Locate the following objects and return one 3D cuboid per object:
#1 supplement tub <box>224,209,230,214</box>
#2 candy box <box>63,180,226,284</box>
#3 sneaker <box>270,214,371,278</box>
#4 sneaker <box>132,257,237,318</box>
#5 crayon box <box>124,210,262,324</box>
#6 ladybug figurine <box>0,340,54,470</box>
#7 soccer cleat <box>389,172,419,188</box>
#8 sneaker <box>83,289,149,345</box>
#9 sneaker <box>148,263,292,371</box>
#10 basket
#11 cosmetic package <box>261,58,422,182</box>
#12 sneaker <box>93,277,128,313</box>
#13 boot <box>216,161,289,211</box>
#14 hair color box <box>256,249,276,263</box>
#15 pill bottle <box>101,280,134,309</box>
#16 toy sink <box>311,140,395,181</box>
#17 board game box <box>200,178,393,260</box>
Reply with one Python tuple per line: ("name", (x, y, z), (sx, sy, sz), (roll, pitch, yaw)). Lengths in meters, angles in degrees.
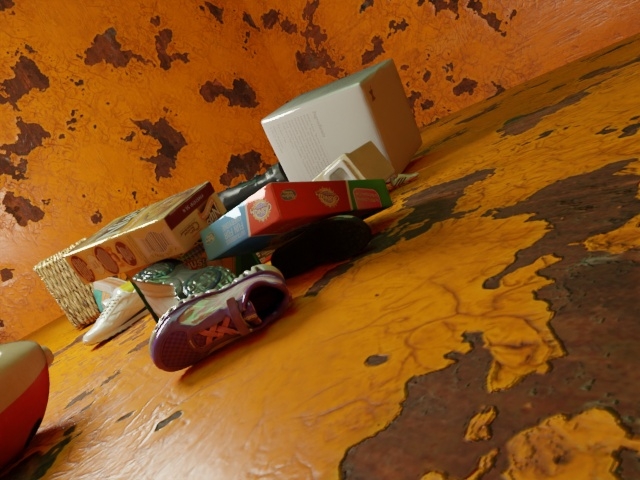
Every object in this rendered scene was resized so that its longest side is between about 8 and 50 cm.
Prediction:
("supplement tub", (-0.386, -0.022, 1.611), (0.194, 0.193, 0.316), (-28, 10, -3))
("candy box", (-0.386, -0.015, 0.988), (0.317, 0.087, 0.183), (-15, 24, 26))
("sneaker", (0.000, 0.000, 0.872), (0.235, 0.084, 0.097), (-20, 12, 32))
("sneaker", (-0.235, 0.117, 0.842), (0.297, 0.129, 0.111), (11, 33, 43))
("crayon box", (-0.296, 0.064, 1.063), (0.279, 0.165, 0.081), (-28, 11, -2))
("ladybug figurine", (-0.573, 0.307, 0.606), (0.305, 0.161, 0.449), (-16, 16, 44))
("soccer cleat", (0.235, -0.176, 1.253), (0.083, 0.035, 0.029), (-24, 11, 15))
("sneaker", (-0.578, 0.208, 1.264), (0.090, 0.094, 0.235), (-18, 16, 35))
("sneaker", (-0.139, 0.116, 0.667), (0.237, 0.095, 0.105), (-31, 19, -23))
("basket", (-0.906, 0.156, 1.746), (0.223, 0.299, 0.213), (-31, 10, -8))
("cosmetic package", (0.083, -0.374, 1.547), (0.394, 0.327, 0.329), (-9, 27, 34))
("sneaker", (-0.702, 0.213, 1.558), (0.108, 0.120, 0.302), (-8, 13, -44))
("boot", (-0.301, -0.217, 2.188), (0.446, 0.146, 0.367), (-25, -19, 20))
("hair color box", (-0.149, 0.022, 1.232), (0.072, 0.043, 0.141), (-28, 10, -3))
("pill bottle", (-0.579, 0.174, 1.396), (0.184, 0.103, 0.103), (-34, 13, -35))
("toy sink", (0.080, -0.166, 1.246), (0.153, 0.131, 0.234), (-37, 3, 40))
("board game box", (-0.043, -0.045, 0.902), (0.317, 0.064, 0.242), (-10, -12, -46))
